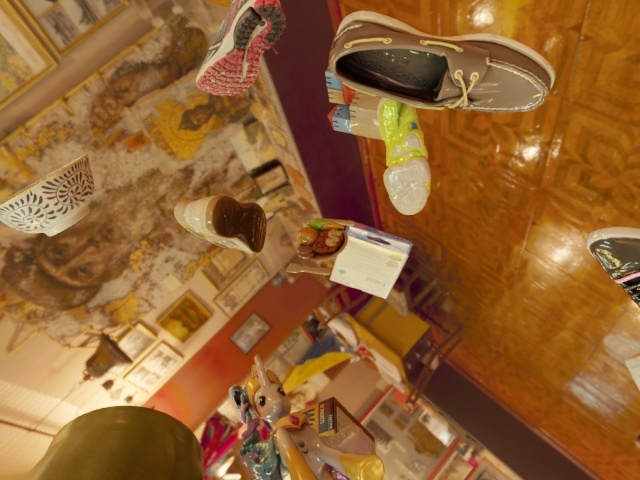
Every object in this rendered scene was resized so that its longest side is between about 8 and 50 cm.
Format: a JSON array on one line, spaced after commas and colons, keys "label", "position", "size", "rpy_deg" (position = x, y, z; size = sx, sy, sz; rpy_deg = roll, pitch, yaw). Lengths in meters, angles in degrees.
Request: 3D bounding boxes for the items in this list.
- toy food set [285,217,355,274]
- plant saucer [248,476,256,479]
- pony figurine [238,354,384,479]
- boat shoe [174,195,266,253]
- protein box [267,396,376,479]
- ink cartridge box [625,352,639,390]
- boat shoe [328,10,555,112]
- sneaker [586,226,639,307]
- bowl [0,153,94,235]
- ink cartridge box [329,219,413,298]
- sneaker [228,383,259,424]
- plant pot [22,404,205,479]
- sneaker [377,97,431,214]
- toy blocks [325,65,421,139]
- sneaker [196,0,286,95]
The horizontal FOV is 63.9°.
[{"label": "toy food set", "position": [0.000, 0.000, 1.234], "size": [0.132, 0.192, 0.038], "rpy_deg": [4, 135, 24]}, {"label": "plant saucer", "position": [-0.233, 0.605, 1.075], "size": [0.043, 0.317, 0.317], "rpy_deg": [51, 169, 23]}, {"label": "pony figurine", "position": [-0.013, 0.395, 0.851], "size": [0.363, 0.303, 0.351], "rpy_deg": [23, 131, 60]}, {"label": "boat shoe", "position": [-0.199, -0.036, 1.090], "size": [0.098, 0.109, 0.302], "rpy_deg": [5, 175, 16]}, {"label": "protein box", "position": [0.005, 0.524, 1.261], "size": [0.201, 0.200, 0.136], "rpy_deg": [52, -159, -29]}, {"label": "ink cartridge box", "position": [0.809, 0.311, 1.019], "size": [0.066, 0.296, 0.261], "rpy_deg": [94, 158, -71]}, {"label": "boat shoe", "position": [0.172, -0.239, 0.738], "size": [0.324, 0.096, 0.116], "rpy_deg": [16, 142, 2]}, {"label": "sneaker", "position": [0.520, 0.098, 0.781], "size": [0.296, 0.147, 0.104], "rpy_deg": [32, 148, -16]}, {"label": "bowl", "position": [-0.418, -0.059, 0.805], "size": [0.170, 0.170, 0.080], "rpy_deg": [19, 142, 61]}, {"label": "ink cartridge box", "position": [0.142, 0.048, 1.461], "size": [0.186, 0.065, 0.311], "rpy_deg": [18, 148, 3]}, {"label": "sneaker", "position": [-0.215, 0.470, 1.442], "size": [0.135, 0.052, 0.058], "rpy_deg": [57, 162, 1]}, {"label": "plant pot", "position": [-0.283, 0.420, 0.663], "size": [0.366, 0.366, 0.353], "rpy_deg": [52, -170, -26]}, {"label": "sneaker", "position": [0.172, -0.177, 1.011], "size": [0.091, 0.126, 0.240], "rpy_deg": [-3, 112, 18]}, {"label": "toy blocks", "position": [0.136, -0.408, 1.324], "size": [0.261, 0.381, 0.191], "rpy_deg": [15, 152, 16]}, {"label": "sneaker", "position": [-0.177, -0.432, 1.128], "size": [0.299, 0.121, 0.112], "rpy_deg": [-37, 58, 40]}]
